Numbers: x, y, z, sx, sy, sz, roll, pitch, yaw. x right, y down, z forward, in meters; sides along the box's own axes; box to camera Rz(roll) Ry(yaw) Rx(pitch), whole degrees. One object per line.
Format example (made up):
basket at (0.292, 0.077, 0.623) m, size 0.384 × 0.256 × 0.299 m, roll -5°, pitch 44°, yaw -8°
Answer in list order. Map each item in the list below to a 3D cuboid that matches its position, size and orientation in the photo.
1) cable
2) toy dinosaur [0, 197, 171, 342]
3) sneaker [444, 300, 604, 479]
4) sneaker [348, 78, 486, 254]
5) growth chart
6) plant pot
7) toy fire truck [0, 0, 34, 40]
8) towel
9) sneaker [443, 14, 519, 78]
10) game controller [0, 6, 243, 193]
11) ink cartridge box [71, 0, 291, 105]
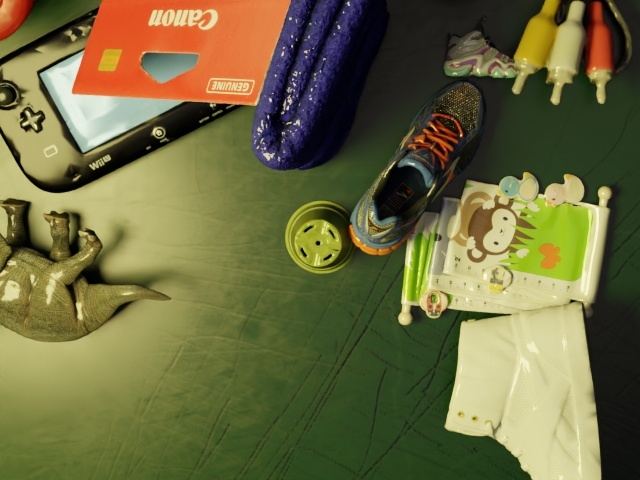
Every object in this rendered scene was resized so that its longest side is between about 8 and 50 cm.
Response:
cable at (0.285, -0.286, 1.458) m, size 0.139 × 0.072 × 0.287 m, roll 6°, pitch 94°, yaw -9°
toy dinosaur at (-0.320, 0.050, 1.518) m, size 0.314 × 0.121 × 0.160 m, roll 9°, pitch 108°, yaw -2°
sneaker at (0.226, 0.220, 1.501) m, size 0.169 × 0.108 × 0.292 m, roll -7°, pitch 92°, yaw 11°
sneaker at (0.114, -0.081, 1.465) m, size 0.083 × 0.087 × 0.221 m, roll 32°, pitch 79°, yaw 1°
growth chart at (0.206, 0.010, 1.516) m, size 0.237 × 0.021 × 0.172 m, roll 0°, pitch 94°, yaw 3°
plant pot at (0.000, 0.000, 1.496) m, size 0.083 × 0.079 × 0.083 m, roll 0°, pitch 96°, yaw 2°
toy fire truck at (-0.324, -0.319, 1.436) m, size 0.246 × 0.158 × 0.217 m, roll 1°, pitch 105°, yaw -7°
towel at (0.011, -0.175, 1.365) m, size 0.076 × 0.308 × 0.227 m, roll 18°, pitch 95°, yaw 5°
sneaker at (0.185, -0.213, 1.487) m, size 0.098 × 0.038 × 0.069 m, roll 2°, pitch 96°, yaw 3°
game controller at (-0.208, -0.181, 1.499) m, size 0.319 × 0.067 × 0.166 m, roll -26°, pitch 93°, yaw 6°
ink cartridge box at (-0.139, -0.271, 1.353) m, size 0.296 × 0.066 × 0.261 m, roll 8°, pitch 74°, yaw 43°
